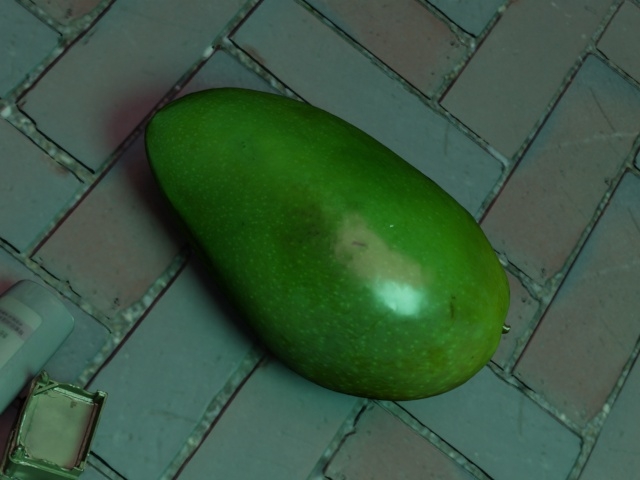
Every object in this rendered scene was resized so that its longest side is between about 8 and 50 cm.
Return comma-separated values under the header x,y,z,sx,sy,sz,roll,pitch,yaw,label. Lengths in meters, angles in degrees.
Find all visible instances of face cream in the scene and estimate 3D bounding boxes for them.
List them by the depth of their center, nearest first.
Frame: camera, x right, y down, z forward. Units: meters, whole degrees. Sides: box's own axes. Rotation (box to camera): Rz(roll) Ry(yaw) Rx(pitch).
x,y,z,sx,sy,sz,roll,pitch,yaw,label
-0.296,0.117,1.091,0.084,0.057,0.198,29,54,17,face cream

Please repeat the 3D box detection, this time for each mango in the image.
x,y,z,sx,sy,sz,roll,pitch,yaw,label
0.000,0.000,1.193,0.382,0.201,0.225,37,67,0,mango

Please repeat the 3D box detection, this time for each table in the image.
x,y,z,sx,sy,sz,roll,pitch,yaw,label
-0.225,0.161,1.087,0.062,0.083,0.079,20,60,-13,table
